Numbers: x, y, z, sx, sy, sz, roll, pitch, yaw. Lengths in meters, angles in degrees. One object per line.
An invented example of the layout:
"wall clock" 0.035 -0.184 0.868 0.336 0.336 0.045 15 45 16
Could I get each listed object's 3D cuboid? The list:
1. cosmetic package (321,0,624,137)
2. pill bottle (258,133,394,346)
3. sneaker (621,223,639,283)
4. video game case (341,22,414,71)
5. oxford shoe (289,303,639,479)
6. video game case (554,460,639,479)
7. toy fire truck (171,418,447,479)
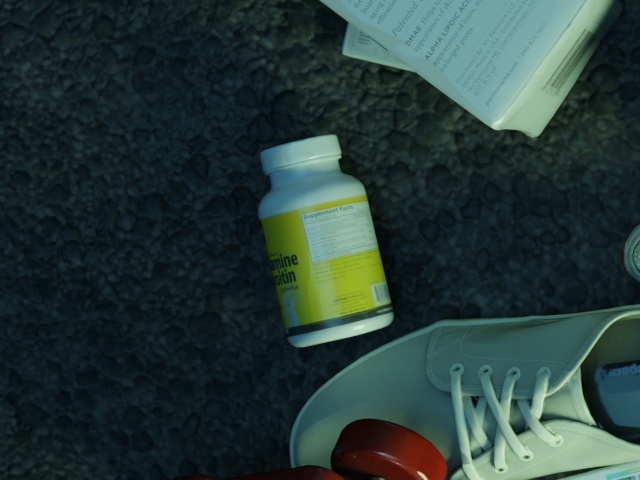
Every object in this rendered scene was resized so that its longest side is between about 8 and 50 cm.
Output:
"cosmetic package" 0.061 -0.263 1.638 0.385 0.217 0.156 37 100 13
"pill bottle" 0.000 0.000 1.740 0.103 0.103 0.184 -14 88 15
"sneaker" 0.375 -0.002 1.648 0.225 0.093 0.088 -9 90 15
"video game case" 0.123 -0.245 1.742 0.173 0.022 0.190 14 95 14
"oxford shoe" 0.174 0.148 1.689 0.449 0.130 0.169 -13 92 17
"video game case" 0.299 0.278 1.716 0.143 0.019 0.157 -17 87 14
"toy fire truck" 0.027 0.297 1.685 0.254 0.169 0.302 -13 133 46
